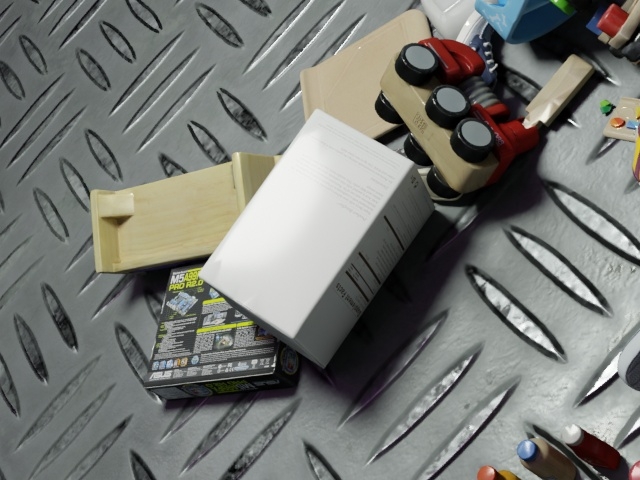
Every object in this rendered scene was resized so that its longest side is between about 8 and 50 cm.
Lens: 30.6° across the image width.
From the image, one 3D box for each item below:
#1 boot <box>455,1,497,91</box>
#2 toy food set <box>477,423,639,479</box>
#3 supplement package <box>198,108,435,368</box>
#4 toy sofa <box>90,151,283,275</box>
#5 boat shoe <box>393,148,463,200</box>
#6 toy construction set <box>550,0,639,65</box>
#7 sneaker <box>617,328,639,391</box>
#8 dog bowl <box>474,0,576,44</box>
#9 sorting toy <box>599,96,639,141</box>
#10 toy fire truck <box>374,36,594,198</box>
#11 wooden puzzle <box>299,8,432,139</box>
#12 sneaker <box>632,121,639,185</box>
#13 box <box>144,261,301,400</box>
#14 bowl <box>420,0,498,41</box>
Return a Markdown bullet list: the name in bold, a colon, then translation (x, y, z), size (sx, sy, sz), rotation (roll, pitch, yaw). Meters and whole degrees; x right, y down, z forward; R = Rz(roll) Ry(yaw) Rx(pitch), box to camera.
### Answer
- **boot**: translation (0.242, -0.272, 1.781), size (0.086, 0.069, 0.190), rotation (28, 78, 24)
- **toy food set**: translation (0.302, 0.277, 1.331), size (0.232, 0.104, 0.111), rotation (8, 69, 43)
- **supplement package**: translation (0.000, 0.000, 1.663), size (0.177, 0.175, 0.293), rotation (32, 81, 23)
- **toy sofa**: translation (-0.201, -0.037, 1.958), size (0.362, 0.177, 0.150), rotation (-11, 82, 35)
- **boat shoe**: translation (0.145, -0.106, 1.755), size (0.206, 0.075, 0.065), rotation (12, 47, 43)
- **toy construction set**: translation (0.476, -0.304, 1.461), size (0.309, 0.257, 0.237), rotation (46, 105, 25)
- **sneaker**: translation (0.442, 0.070, 1.373), size (0.258, 0.094, 0.091), rotation (-44, 25, 3)
- **dog bowl**: translation (0.317, -0.368, 1.632), size (0.166, 0.297, 0.074), rotation (-26, 77, -10)
- **sorting toy**: translation (0.409, -0.169, 1.597), size (0.083, 0.012, 0.062), rotation (19, 77, 45)
- **toy fire truck**: translation (0.238, -0.205, 1.661), size (0.217, 0.246, 0.158), rotation (57, 147, 22)
- **wooden puzzle**: translation (0.084, -0.246, 1.910), size (0.238, 0.044, 0.221), rotation (-24, 50, 21)
- **sneaker**: translation (0.440, -0.074, 1.480), size (0.084, 0.069, 0.186), rotation (139, 134, -60)
- **box**: translation (-0.141, 0.132, 1.839), size (0.270, 0.060, 0.216), rotation (-11, 56, 35)
- **bowl**: translation (0.226, -0.401, 1.876), size (0.142, 0.053, 0.142), rotation (-39, 46, 15)
